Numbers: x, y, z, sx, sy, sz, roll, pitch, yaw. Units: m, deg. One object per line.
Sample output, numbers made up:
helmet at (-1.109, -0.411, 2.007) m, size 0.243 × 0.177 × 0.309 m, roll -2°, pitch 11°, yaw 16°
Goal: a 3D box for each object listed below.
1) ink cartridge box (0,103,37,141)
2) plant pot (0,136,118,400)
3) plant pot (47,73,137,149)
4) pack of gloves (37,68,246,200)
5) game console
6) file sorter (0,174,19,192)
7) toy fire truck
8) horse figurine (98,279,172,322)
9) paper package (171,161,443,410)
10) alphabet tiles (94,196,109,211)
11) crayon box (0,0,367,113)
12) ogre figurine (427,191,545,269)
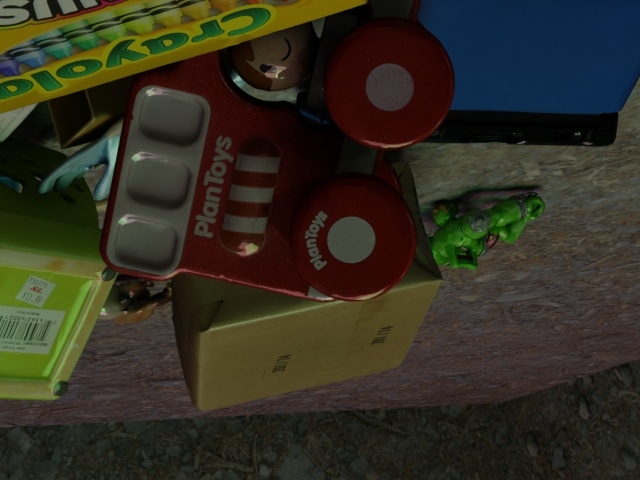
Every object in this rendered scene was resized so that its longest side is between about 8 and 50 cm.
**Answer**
ink cartridge box at (-0.337, -0.174, 1.102) m, size 0.232 × 0.066 × 0.189 m, roll 24°, pitch 152°, yaw -23°
plant pot at (-0.336, 0.032, 1.292) m, size 0.228 × 0.227 × 0.207 m, roll 11°, pitch -159°, yaw -46°
plant pot at (-0.197, -0.138, 1.207) m, size 0.083 × 0.081 × 0.081 m, roll -12°, pitch 170°, yaw -36°
pack of gloves at (-0.148, -0.098, 1.250) m, size 0.232 × 0.046 × 0.195 m, roll -29°, pitch -179°, yaw 37°
game console at (0.153, -0.184, 1.290) m, size 0.293 × 0.173 × 0.250 m, roll 0°, pitch -166°, yaw -22°
file sorter at (-0.405, 0.020, 1.520) m, size 0.118 × 0.170 × 0.104 m, roll -3°, pitch 168°, yaw -14°
toy fire truck at (-0.038, -0.097, 1.072) m, size 0.254 × 0.302 × 0.169 m, roll 11°, pitch -165°, yaw -5°
horse figurine at (-0.316, 0.079, 1.973) m, size 0.263 × 0.066 × 0.174 m, roll 2°, pitch 157°, yaw -21°
paper package at (-0.028, 0.065, 1.655) m, size 0.309 × 0.168 × 0.325 m, roll -12°, pitch 157°, yaw -10°
alphabet tiles at (-0.106, -0.070, 1.492) m, size 0.278 × 0.021 × 0.284 m, roll -13°, pitch 177°, yaw 16°
crayon box at (-0.167, -0.204, 0.843) m, size 0.363 × 0.106 × 0.313 m, roll -16°, pitch 163°, yaw 4°
ogre figurine at (0.211, -0.009, 1.835) m, size 0.118 × 0.097 × 0.197 m, roll -8°, pitch -179°, yaw -44°
